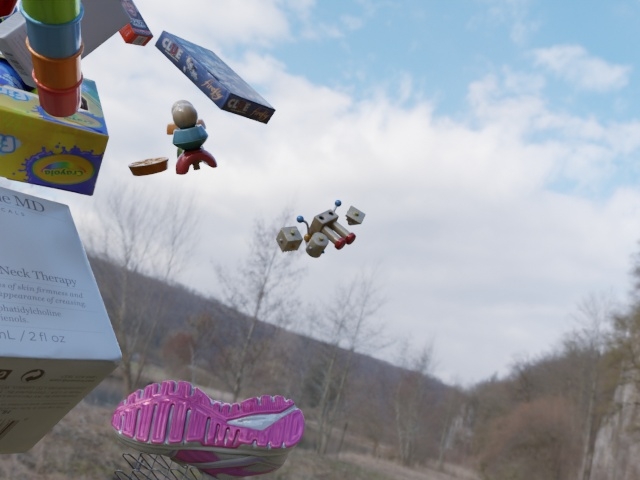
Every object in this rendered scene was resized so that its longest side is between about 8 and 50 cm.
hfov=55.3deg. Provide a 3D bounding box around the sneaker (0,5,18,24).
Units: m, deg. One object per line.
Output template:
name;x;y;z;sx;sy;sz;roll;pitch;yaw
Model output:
sneaker;-0.832;-0.625;1.583;0.069;0.210;0.082;-2;14;18

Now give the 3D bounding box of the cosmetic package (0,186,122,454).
cosmetic package;-0.636;0.139;1.107;0.327;0.394;0.329;-42;-31;19

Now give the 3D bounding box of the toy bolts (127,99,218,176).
toy bolts;-0.361;-0.251;1.485;0.218;0.159;0.228;-18;20;-26

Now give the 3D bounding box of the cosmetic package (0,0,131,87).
cosmetic package;-0.489;-0.406;1.158;0.085;0.231;0.117;23;-29;38

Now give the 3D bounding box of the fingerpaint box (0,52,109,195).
fingerpaint box;-0.724;-0.292;1.349;0.444;0.163;0.371;11;27;-30

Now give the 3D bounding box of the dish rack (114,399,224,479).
dish rack;-0.258;0.394;0.976;0.208;0.272;0.074;-11;-53;21

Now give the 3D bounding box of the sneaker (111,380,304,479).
sneaker;-0.151;0.266;0.811;0.252;0.103;0.111;9;-55;1

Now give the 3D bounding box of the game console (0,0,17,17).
game console;-0.669;-0.518;1.216;0.085;0.124;0.144;47;-52;-6

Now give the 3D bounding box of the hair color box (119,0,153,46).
hair color box;-0.489;-0.563;1.540;0.043;0.141;0.072;-34;-6;28

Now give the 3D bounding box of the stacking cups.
stacking cups;-0.381;-0.303;0.874;0.095;0.096;0.316;18;-40;-3

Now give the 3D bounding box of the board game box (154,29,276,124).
board game box;-0.226;-0.352;1.322;0.243;0.042;0.165;45;20;22

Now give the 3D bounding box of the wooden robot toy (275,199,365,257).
wooden robot toy;0.000;0.000;0.969;0.076;0.173;0.079;48;-46;18
